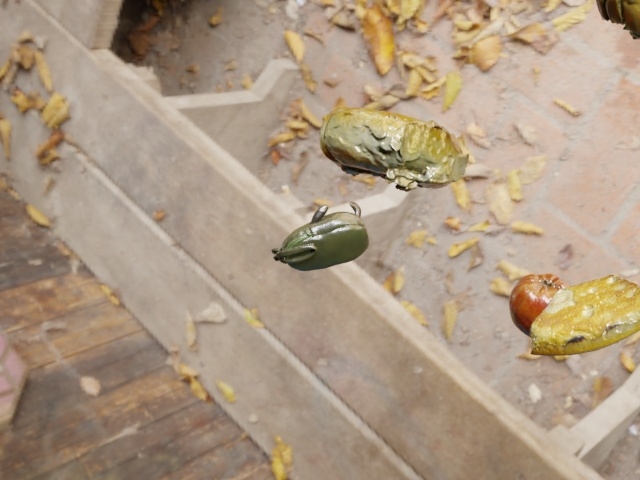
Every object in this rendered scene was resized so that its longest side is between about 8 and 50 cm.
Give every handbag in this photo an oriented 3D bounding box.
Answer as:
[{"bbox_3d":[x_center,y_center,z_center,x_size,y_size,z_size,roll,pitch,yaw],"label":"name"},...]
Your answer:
[{"bbox_3d":[0.000,0.000,0.954,0.047,0.111,0.072,-116,7,-49],"label":"handbag"}]

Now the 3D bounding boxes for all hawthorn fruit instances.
[{"bbox_3d":[0.395,0.124,1.538,0.125,0.125,0.140,20,85,35],"label":"hawthorn fruit"}]

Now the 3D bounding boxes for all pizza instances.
[{"bbox_3d":[0.312,0.088,0.986,0.160,0.099,0.035,-21,118,24],"label":"pizza"}]

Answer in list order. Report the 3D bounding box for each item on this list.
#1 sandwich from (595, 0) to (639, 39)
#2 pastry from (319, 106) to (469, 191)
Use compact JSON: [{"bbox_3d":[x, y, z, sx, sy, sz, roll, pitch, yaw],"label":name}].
[{"bbox_3d":[0.200,-0.141,0.483,0.036,0.105,0.093,38,151,52],"label":"sandwich"},{"bbox_3d":[0.114,-0.149,1.456,0.236,0.257,0.120,16,95,53],"label":"pastry"}]
